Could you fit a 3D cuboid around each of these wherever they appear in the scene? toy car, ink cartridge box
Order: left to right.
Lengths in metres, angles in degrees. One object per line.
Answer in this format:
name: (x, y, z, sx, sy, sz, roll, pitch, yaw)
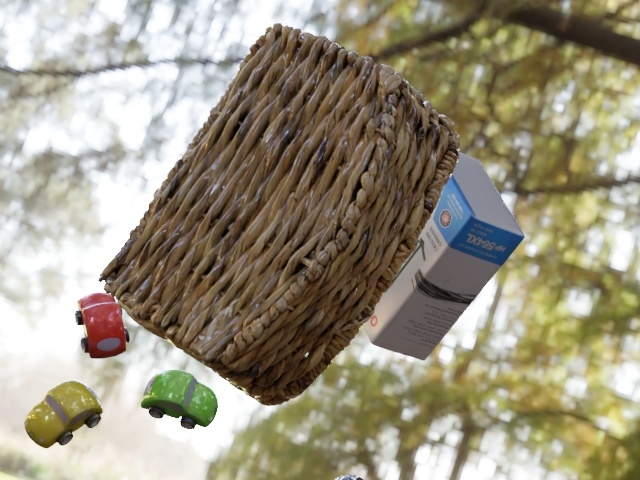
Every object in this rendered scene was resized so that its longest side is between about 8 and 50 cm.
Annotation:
toy car: (-0.236, 0.175, 1.810, 0.225, 0.239, 0.053, 17, -37, 2)
ink cartridge box: (0.120, 0.013, 1.635, 0.086, 0.203, 0.148, 19, 30, -34)

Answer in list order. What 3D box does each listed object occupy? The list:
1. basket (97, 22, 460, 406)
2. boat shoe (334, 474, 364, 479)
basket: (0.000, 0.000, 1.263, 0.213, 0.299, 0.223, 27, -9, 38)
boat shoe: (0.068, 0.457, 1.976, 0.095, 0.335, 0.112, -26, -55, 25)
